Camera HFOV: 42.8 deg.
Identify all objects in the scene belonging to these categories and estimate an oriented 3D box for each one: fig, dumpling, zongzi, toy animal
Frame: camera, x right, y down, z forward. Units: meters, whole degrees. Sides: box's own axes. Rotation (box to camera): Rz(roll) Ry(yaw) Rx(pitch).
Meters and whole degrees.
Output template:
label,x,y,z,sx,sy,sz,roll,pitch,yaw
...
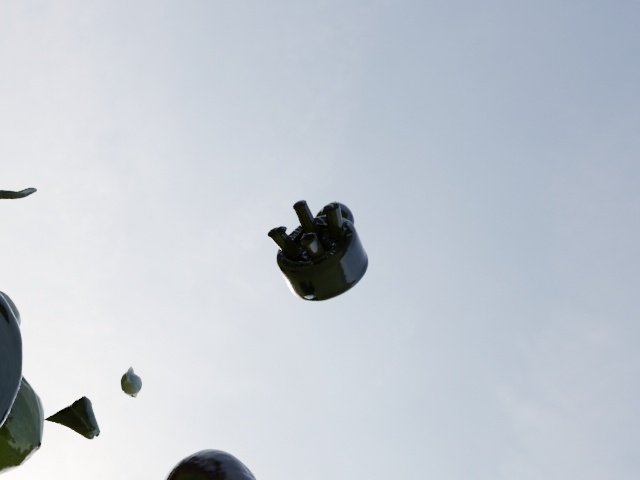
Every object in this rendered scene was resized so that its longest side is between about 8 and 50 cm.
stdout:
label,x,y,z,sx,sy,sz,roll,pitch,yaw
fig,-0.200,0.509,1.540,0.235,0.214,0.235,35,-29,23
dumpling,-0.404,0.300,1.746,0.043,0.059,0.077,-18,-44,20
fig,-0.877,0.463,2.097,0.344,0.343,0.343,14,-67,36
zongzi,-0.562,0.419,1.842,0.104,0.113,0.052,58,-11,39
toy animal,-0.714,-0.084,1.731,0.041,0.217,0.075,113,-31,-48

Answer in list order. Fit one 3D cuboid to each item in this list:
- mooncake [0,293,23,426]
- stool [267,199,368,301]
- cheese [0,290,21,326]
label,x,y,z,sx,sy,sz,roll,pitch,yaw
mooncake,-0.642,0.196,1.249,0.188,0.351,0.351,-5,-79,31
stool,-0.009,0.002,1.464,0.153,0.228,0.139,-22,-56,6
cheese,-0.880,0.246,1.913,0.129,0.329,0.351,57,-41,20
